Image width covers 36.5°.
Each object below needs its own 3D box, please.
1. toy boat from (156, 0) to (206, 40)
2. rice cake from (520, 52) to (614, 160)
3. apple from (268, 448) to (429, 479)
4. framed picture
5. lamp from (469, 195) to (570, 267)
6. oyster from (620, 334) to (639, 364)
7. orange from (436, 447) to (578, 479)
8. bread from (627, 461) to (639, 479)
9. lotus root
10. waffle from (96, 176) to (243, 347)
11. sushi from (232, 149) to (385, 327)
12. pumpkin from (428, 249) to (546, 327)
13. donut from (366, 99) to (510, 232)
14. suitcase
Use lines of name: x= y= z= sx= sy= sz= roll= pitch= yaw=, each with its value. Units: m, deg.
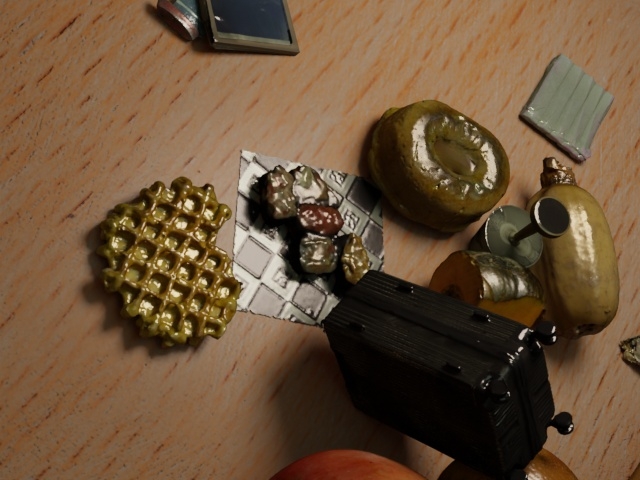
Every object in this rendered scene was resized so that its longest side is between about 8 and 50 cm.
toy boat: x=-0.212 y=-0.399 z=1.626 sx=0.096 sy=0.034 sz=0.122 roll=43 pitch=56 yaw=-19
rice cake: x=0.513 y=-0.275 z=2.004 sx=0.189 sy=0.037 sz=0.198 roll=35 pitch=60 yaw=-16
apple: x=0.059 y=0.472 z=1.300 sx=0.363 sy=0.364 sz=0.364 roll=10 pitch=69 yaw=-27
framed picture: x=-0.139 y=-0.445 z=1.680 sx=0.189 sy=0.023 sz=0.260 roll=-2 pitch=73 yaw=-41
lamp: x=0.350 y=-0.012 z=1.708 sx=0.121 sy=0.214 sz=0.121 roll=7 pitch=69 yaw=-19
oyster: x=0.667 y=0.219 z=1.916 sx=0.165 sy=0.053 sz=0.108 roll=31 pitch=87 yaw=-27
orange: x=0.286 y=0.434 z=1.500 sx=0.264 sy=0.264 sz=0.264 roll=10 pitch=69 yaw=-27
bread: x=0.694 y=0.478 z=1.721 sx=0.376 sy=0.253 sz=0.348 roll=-45 pitch=103 yaw=-32
lotus root: x=0.459 y=0.011 z=1.794 sx=0.151 sy=0.169 sz=0.343 roll=4 pitch=72 yaw=-30
waffle: x=-0.211 y=0.035 z=1.465 sx=0.249 sy=0.056 sz=0.253 roll=-34 pitch=90 yaw=-33
sushi: x=0.000 y=0.000 z=1.599 sx=0.294 sy=0.059 sz=0.292 roll=11 pitch=68 yaw=-27
pumpkin: x=0.271 y=0.158 z=1.623 sx=0.139 sy=0.190 sz=0.281 roll=14 pitch=68 yaw=-27
donut: x=0.214 y=-0.130 z=1.725 sx=0.261 sy=0.128 sz=0.209 roll=21 pitch=66 yaw=-24
suitcase: x=0.185 y=0.196 z=1.446 sx=0.152 sy=0.335 sz=0.230 roll=-43 pitch=134 yaw=-28
